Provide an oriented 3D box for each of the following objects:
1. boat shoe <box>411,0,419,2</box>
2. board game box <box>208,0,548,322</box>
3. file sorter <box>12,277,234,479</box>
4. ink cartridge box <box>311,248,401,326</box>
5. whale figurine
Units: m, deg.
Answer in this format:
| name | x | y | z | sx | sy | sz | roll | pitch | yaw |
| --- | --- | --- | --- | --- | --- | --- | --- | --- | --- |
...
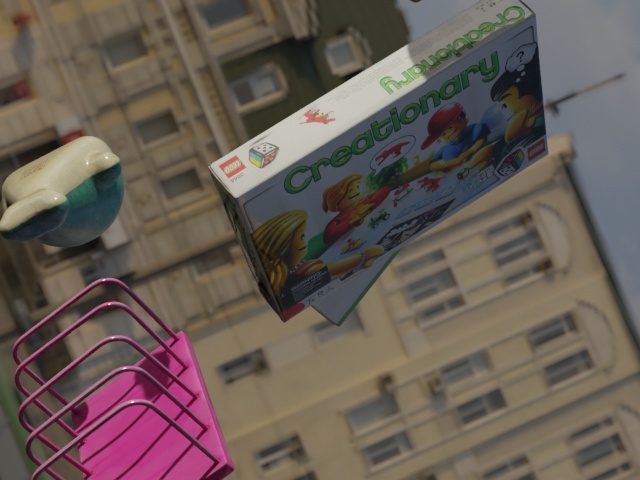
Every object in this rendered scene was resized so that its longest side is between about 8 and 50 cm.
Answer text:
| name | x | y | z | sx | sy | sz | roll | pitch | yaw |
| --- | --- | --- | --- | --- | --- | --- | --- | --- | --- |
| boat shoe | 0.120 | -0.347 | 1.806 | 0.045 | 0.050 | 0.135 | 44 | 23 | -37 |
| board game box | 0.062 | -0.073 | 1.232 | 0.053 | 0.305 | 0.193 | 50 | -12 | 35 |
| file sorter | -0.274 | 0.216 | 1.809 | 0.182 | 0.202 | 0.290 | 49 | 8 | -35 |
| ink cartridge box | 0.000 | 0.000 | 2.052 | 0.235 | 0.171 | 0.056 | 41 | -3 | -36 |
| whale figurine | -0.366 | -0.046 | 1.967 | 0.141 | 0.216 | 0.272 | 62 | 8 | -15 |
